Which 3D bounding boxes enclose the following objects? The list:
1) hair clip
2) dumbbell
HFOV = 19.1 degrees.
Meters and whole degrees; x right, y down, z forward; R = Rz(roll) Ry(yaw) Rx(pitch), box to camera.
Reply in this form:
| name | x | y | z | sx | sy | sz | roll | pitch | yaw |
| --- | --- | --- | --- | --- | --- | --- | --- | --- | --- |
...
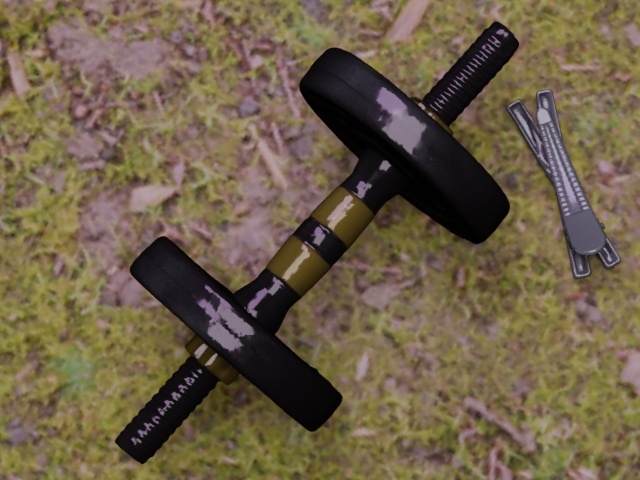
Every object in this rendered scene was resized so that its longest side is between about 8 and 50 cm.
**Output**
| name | x | y | z | sx | sy | sz | roll | pitch | yaw |
| --- | --- | --- | --- | --- | --- | --- | --- | --- | --- |
| hair clip | 0.146 | -0.036 | 1.134 | 0.030 | 0.039 | 0.115 | -21 | 78 | -4 |
| dumbbell | 0.000 | 0.000 | 1.085 | 0.143 | 0.143 | 0.325 | 41 | 86 | 9 |
